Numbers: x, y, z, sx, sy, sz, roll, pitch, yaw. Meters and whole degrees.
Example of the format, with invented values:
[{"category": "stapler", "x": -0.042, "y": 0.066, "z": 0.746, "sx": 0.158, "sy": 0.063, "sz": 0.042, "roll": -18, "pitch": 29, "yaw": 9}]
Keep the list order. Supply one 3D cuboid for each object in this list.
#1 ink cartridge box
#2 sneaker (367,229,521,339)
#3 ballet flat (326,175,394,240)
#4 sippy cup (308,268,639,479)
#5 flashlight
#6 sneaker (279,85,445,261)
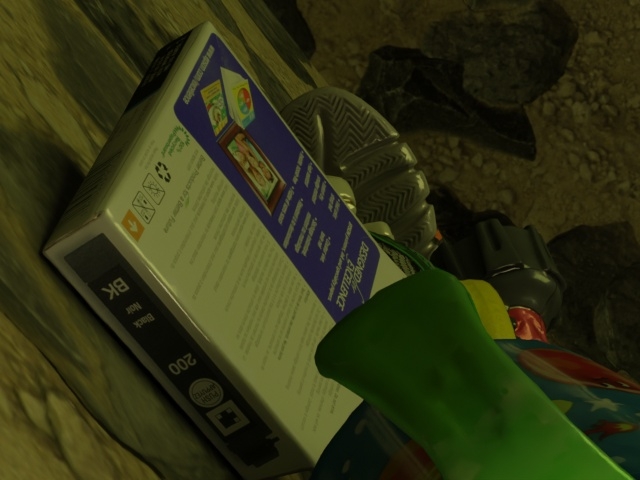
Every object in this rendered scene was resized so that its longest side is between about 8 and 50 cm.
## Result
[{"category": "ink cartridge box", "x": -0.030, "y": 0.019, "z": 0.874, "sx": 0.208, "sy": 0.045, "sz": 0.206, "roll": 51, "pitch": 27, "yaw": -19}, {"category": "sneaker", "x": 0.051, "y": 0.111, "z": 0.989, "sx": 0.146, "sy": 0.134, "sz": 0.343, "roll": 29, "pitch": 18, "yaw": -27}, {"category": "ballet flat", "x": 0.000, "y": 0.000, "z": 1.235, "sx": 0.247, "sy": 0.087, "sz": 0.083, "roll": 46, "pitch": 10, "yaw": -45}, {"category": "sippy cup", "x": 0.102, "y": 0.154, "z": 0.701, "sx": 0.224, "sy": 0.240, "sz": 0.305, "roll": -134, "pitch": -134, "yaw": -59}, {"category": "flashlight", "x": 0.146, "y": 0.099, "z": 1.103, "sx": 0.103, "sy": 0.103, "sz": 0.304, "roll": 6, "pitch": 36, "yaw": -15}, {"category": "sneaker", "x": 0.057, "y": 0.032, "z": 1.421, "sx": 0.180, "sy": 0.125, "sz": 0.321, "roll": 12, "pitch": 53, "yaw": -86}]
